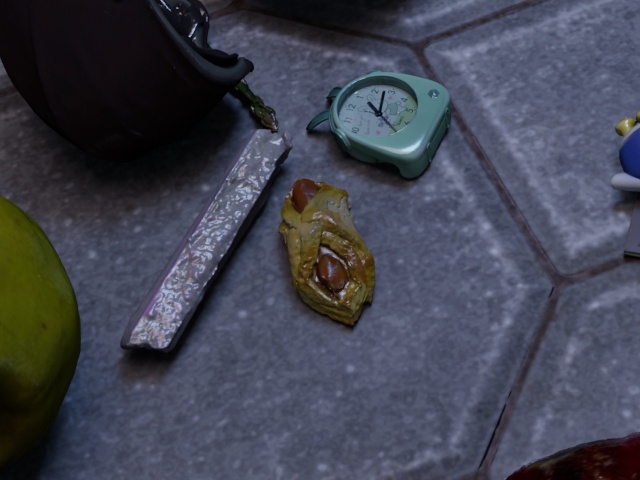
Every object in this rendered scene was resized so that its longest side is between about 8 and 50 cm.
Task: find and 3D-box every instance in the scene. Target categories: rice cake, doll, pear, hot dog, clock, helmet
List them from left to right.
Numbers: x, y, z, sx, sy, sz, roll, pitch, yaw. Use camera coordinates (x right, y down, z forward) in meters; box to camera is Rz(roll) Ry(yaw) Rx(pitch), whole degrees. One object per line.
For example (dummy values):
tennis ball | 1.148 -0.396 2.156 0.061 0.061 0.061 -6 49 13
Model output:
pear | -0.359 0.066 1.205 0.287 0.287 0.375 -38 41 -18
helmet | -0.218 -0.198 1.413 0.177 0.225 0.305 -50 50 11
rice cake | -0.102 0.000 1.336 0.049 0.055 0.270 28 63 3
hot dog | 0.001 -0.001 1.316 0.078 0.061 0.169 -19 53 -4
clock | 0.055 -0.120 1.407 0.135 0.041 0.101 18 59 22
doll | 0.313 -0.061 1.297 0.098 0.057 0.143 -33 53 12

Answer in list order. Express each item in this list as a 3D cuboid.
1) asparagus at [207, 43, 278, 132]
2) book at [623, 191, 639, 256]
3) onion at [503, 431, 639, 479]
asparagus | -0.102 -0.178 1.486 0.023 0.022 0.233 -5 41 -41
book | 0.356 -0.049 1.325 0.127 0.014 0.182 10 57 15
onion | 0.246 0.290 0.937 0.398 0.399 0.420 13 13 17
